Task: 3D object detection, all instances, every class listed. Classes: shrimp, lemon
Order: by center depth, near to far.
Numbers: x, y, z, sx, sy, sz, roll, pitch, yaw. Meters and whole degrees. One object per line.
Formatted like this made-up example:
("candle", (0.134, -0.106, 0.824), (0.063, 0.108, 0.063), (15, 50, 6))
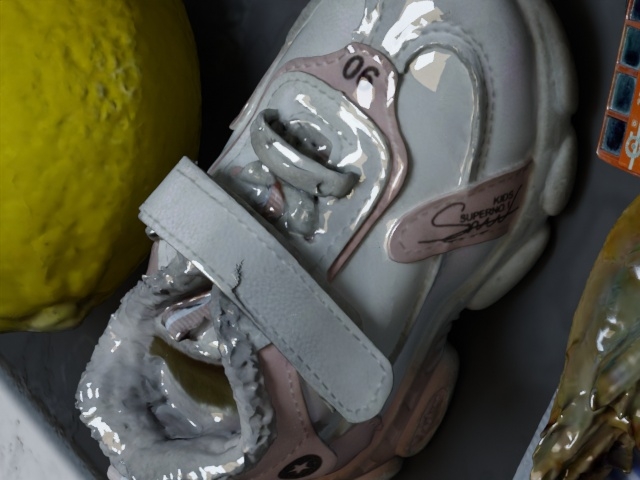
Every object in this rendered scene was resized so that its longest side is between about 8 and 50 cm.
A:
("shrimp", (0.156, 0.074, 0.861), (0.117, 0.066, 0.262), (24, 93, 51))
("lemon", (-0.206, -0.085, 1.110), (0.293, 0.293, 0.293), (6, 98, 45))

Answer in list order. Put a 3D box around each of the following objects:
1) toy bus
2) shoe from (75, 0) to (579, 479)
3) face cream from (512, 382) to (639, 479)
("toy bus", (0.147, -0.081, 0.755), (0.043, 0.031, 0.110), (28, 116, 43))
("shoe", (0.002, 0.001, 0.958), (0.172, 0.198, 0.351), (32, 118, 33))
("face cream", (0.219, 0.234, 0.851), (0.420, 0.137, 0.235), (48, 127, 45))
